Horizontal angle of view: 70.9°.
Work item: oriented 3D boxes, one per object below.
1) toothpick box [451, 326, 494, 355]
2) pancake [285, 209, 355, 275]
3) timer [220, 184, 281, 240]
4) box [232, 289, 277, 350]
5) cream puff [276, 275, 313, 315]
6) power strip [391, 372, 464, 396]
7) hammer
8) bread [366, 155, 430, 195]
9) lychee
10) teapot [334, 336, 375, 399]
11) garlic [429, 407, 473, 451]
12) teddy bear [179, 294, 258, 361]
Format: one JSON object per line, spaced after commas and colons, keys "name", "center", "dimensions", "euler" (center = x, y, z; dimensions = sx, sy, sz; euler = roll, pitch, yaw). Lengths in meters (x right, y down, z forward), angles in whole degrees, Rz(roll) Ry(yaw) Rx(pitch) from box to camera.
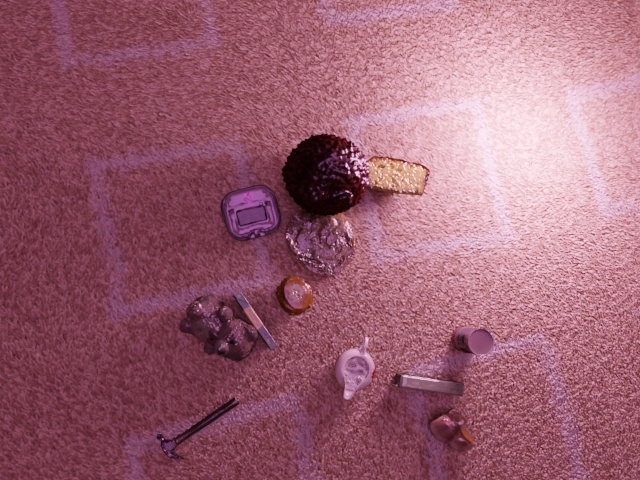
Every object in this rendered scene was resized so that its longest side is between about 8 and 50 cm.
{"name": "toothpick box", "center": [0.558, 0.369, 1.656], "dimensions": [0.099, 0.149, 0.098], "euler": [1, 82, -7]}
{"name": "pancake", "center": [0.001, 0.000, 1.695], "dimensions": [0.283, 0.049, 0.282], "euler": [1, 82, -7]}
{"name": "timer", "center": [-0.258, -0.104, 1.671], "dimensions": [0.209, 0.069, 0.190], "euler": [-17, 87, -10]}
{"name": "box", "center": [-0.231, 0.279, 1.584], "dimensions": [0.034, 0.132, 0.235], "euler": [-35, 87, -11]}
{"name": "cream puff", "center": [-0.096, 0.199, 1.628], "dimensions": [0.127, 0.103, 0.143], "euler": [-18, 84, -22]}
{"name": "power strip", "center": [0.397, 0.529, 1.650], "dimensions": [0.273, 0.078, 0.052], "euler": [10, 79, -5]}
{"name": "hammer", "center": [-0.415, 0.642, 1.564], "dimensions": [0.297, 0.027, 0.125], "euler": [-34, 86, -11]}
{"name": "bread", "center": [0.274, -0.245, 1.723], "dimensions": [0.261, 0.134, 0.129], "euler": [9, 93, -9]}
{"name": "lychee", "center": [0.022, -0.235, 1.609], "dimensions": [0.306, 0.305, 0.330], "euler": [-21, 50, -9]}
{"name": "teapot", "center": [0.126, 0.456, 1.622], "dimensions": [0.145, 0.092, 0.226], "euler": [20, 79, -6]}
{"name": "garlic", "center": [0.486, 0.694, 1.631], "dimensions": [0.174, 0.099, 0.124], "euler": [42, 94, 0]}
{"name": "teddy bear", "center": [-0.349, 0.309, 1.550], "dimensions": [0.267, 0.236, 0.151], "euler": [42, 36, 12]}
